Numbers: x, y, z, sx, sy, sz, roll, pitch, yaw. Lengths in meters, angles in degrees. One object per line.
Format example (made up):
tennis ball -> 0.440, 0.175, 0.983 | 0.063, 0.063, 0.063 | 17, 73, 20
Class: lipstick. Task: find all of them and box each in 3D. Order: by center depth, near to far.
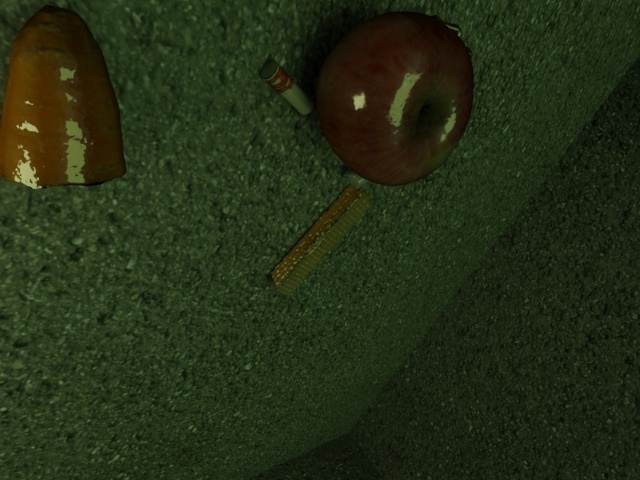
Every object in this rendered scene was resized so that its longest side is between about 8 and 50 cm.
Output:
lipstick -> -0.063, -0.300, 0.814 | 0.038, 0.038, 0.131 | -51, 145, 8

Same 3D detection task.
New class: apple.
apple -> 0.142, -0.284, 0.838 | 0.345, 0.269, 0.344 | -19, 131, -24

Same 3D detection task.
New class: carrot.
carrot -> -0.353, -0.189, 0.550 | 0.159, 0.159, 0.224 | -12, 124, -38

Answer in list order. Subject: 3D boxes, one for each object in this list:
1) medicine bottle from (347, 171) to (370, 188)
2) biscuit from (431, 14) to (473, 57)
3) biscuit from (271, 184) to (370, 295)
medicine bottle -> 0.225, -0.245, 1.104 | 0.352, 0.110, 0.110 | -34, 144, -17
biscuit -> 0.235, -0.408, 0.921 | 0.216, 0.034, 0.182 | -6, 140, 2
biscuit -> 0.000, 0.000, 1.172 | 0.378, 0.054, 0.094 | -48, 146, 4
